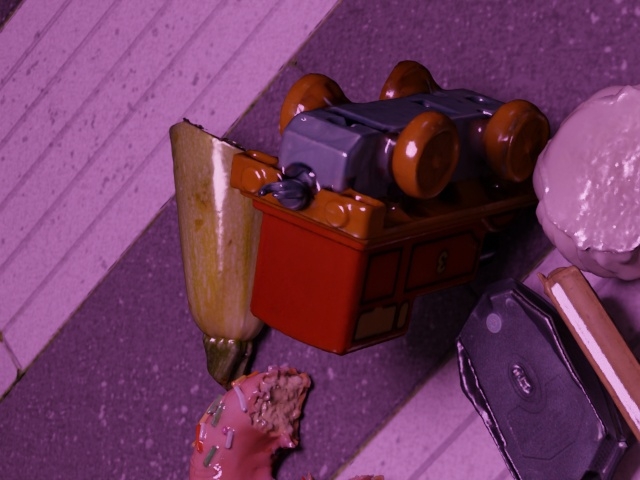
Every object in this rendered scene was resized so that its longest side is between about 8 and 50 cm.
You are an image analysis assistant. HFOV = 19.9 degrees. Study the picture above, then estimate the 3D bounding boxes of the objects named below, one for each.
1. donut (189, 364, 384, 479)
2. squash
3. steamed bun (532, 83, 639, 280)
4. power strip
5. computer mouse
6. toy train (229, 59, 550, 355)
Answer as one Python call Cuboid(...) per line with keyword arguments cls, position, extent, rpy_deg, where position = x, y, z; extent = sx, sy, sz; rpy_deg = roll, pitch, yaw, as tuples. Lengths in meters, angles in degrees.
Cuboid(cls="donut", position=(-0.053, 0.248, 1.837), extent=(0.199, 0.085, 0.233), rpy_deg=(-52, 52, 15))
Cuboid(cls="squash", position=(-0.087, 0.015, 1.912), extent=(0.137, 0.137, 0.287), rpy_deg=(-12, 77, 35))
Cuboid(cls="steamed bun", position=(0.286, -0.049, 1.648), extent=(0.183, 0.106, 0.183), rpy_deg=(-6, 80, 35))
Cuboid(cls="power strip", position=(0.284, 0.143, 1.598), extent=(0.044, 0.064, 0.305), rpy_deg=(-33, 69, 8))
Cuboid(cls="computer mouse", position=(0.210, 0.138, 1.678), extent=(0.126, 0.071, 0.231), rpy_deg=(-45, 63, 35))
Cuboid(cls="toy train", position=(0.063, -0.031, 1.664), extent=(0.163, 0.369, 0.231), rpy_deg=(25, 113, 33))
